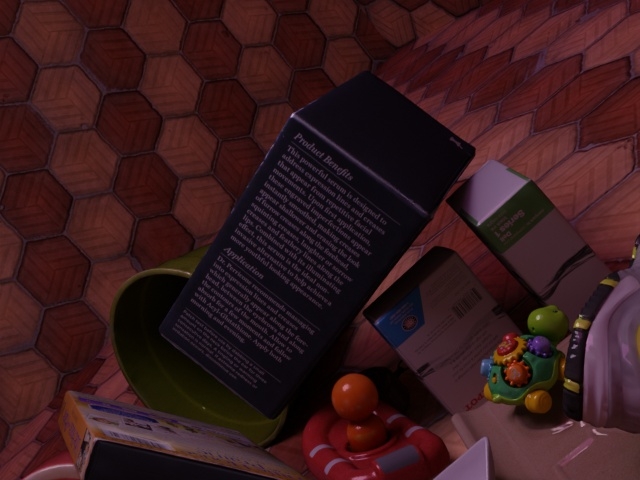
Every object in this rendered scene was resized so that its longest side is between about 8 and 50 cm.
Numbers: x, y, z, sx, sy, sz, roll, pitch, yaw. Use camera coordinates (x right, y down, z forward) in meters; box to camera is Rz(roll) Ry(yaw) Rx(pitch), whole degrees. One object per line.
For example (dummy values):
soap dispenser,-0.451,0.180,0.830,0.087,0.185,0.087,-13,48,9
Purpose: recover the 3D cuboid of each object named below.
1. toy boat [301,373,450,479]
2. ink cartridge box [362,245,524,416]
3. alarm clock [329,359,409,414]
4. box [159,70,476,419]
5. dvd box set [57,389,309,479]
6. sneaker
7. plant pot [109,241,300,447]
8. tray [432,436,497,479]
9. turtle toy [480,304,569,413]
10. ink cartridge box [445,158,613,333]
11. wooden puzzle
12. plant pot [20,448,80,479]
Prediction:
toy boat,0.056,0.241,1.112,0.151,0.151,0.231,-19,10,-17
ink cartridge box,0.171,0.124,1.143,0.140,0.190,0.082,-42,14,-5
alarm clock,0.079,0.233,1.308,0.192,0.064,0.129,-42,15,-17
box,0.000,0.000,1.228,0.395,0.212,0.293,-54,-5,28
dvd box set,-0.205,0.304,1.248,0.420,0.308,0.062,-3,70,69
sneaker,0.362,0.054,0.818,0.147,0.145,0.385,17,45,32
plant pot,-0.132,0.138,1.612,0.366,0.366,0.353,-28,9,38
tray,0.129,0.332,0.810,0.145,0.030,0.270,124,162,-44
turtle toy,0.226,0.127,0.944,0.130,0.066,0.095,-42,17,-22
ink cartridge box,0.284,0.010,1.146,0.092,0.219,0.160,-42,15,5
wooden puzzle,0.329,0.170,0.880,0.348,0.080,0.322,-35,16,2
plant pot,-0.344,0.421,1.251,0.275,0.275,0.243,-45,-9,-14
